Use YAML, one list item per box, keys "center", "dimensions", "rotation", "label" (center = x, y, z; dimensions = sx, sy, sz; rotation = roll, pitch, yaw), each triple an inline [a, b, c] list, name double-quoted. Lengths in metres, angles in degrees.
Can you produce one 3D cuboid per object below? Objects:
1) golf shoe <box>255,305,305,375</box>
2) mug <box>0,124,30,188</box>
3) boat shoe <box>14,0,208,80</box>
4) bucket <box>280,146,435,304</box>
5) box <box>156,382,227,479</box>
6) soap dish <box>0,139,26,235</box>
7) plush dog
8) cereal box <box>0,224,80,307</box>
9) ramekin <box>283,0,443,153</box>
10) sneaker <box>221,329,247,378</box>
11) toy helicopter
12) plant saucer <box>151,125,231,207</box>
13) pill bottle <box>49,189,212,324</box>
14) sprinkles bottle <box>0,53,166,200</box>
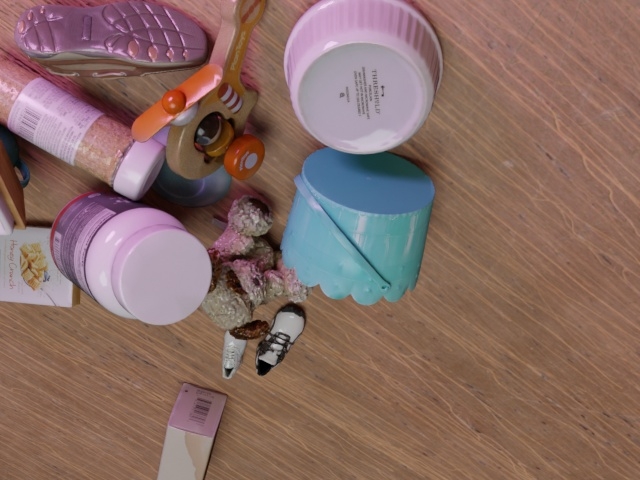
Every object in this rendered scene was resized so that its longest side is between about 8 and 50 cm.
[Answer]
- center: [-0.093, 0.236, 1.729]
  dimensions: [0.077, 0.094, 0.198]
  rotation: [24, 127, -6]
  label: "golf shoe"
- center: [-0.668, -0.170, 1.523]
  dimensions: [0.130, 0.097, 0.157]
  rotation: [-13, 125, 20]
  label: "mug"
- center: [-0.357, -0.342, 1.329]
  dimensions: [0.325, 0.123, 0.116]
  rotation: [5, 163, -3]
  label: "boat shoe"
- center: [0.069, -0.037, 1.374]
  dimensions: [0.281, 0.281, 0.183]
  rotation: [12, 123, 2]
  label: "bucket"
- center: [-0.342, 0.534, 1.982]
  dimensions: [0.121, 0.148, 0.311]
  rotation: [16, 131, -2]
  label: "box"
- center: [-0.704, -0.123, 1.393]
  dimensions: [0.291, 0.118, 0.229]
  rotation: [8, 147, 2]
  label: "soap dish"
- center: [-0.168, 0.074, 1.516]
  dimensions: [0.211, 0.225, 0.262]
  rotation: [-17, 119, 30]
  label: "plush dog"
- center: [-0.648, 0.052, 1.676]
  dimensions: [0.240, 0.047, 0.172]
  rotation: [4, 95, 9]
  label: "cereal box"
- center: [0.069, -0.265, 1.261]
  dimensions: [0.273, 0.127, 0.272]
  rotation: [3, 132, 3]
  label: "ramekin"
- center: [-0.207, 0.268, 1.798]
  dimensions: [0.054, 0.061, 0.152]
  rotation: [11, 128, 5]
  label: "sneaker"
- center: [-0.183, -0.268, 1.286]
  dimensions: [0.140, 0.235, 0.355]
  rotation: [32, 115, 27]
  label: "toy helicopter"
- center: [-0.275, -0.135, 1.509]
  dimensions: [0.195, 0.037, 0.195]
  rotation: [5, 129, 7]
  label: "plant saucer"
- center: [-0.362, 0.030, 1.438]
  dimensions: [0.363, 0.210, 0.210]
  rotation: [19, 146, 53]
  label: "pill bottle"
- center: [-0.468, -0.210, 1.412]
  dimensions: [0.355, 0.121, 0.121]
  rotation: [30, 128, -4]
  label: "sprinkles bottle"
